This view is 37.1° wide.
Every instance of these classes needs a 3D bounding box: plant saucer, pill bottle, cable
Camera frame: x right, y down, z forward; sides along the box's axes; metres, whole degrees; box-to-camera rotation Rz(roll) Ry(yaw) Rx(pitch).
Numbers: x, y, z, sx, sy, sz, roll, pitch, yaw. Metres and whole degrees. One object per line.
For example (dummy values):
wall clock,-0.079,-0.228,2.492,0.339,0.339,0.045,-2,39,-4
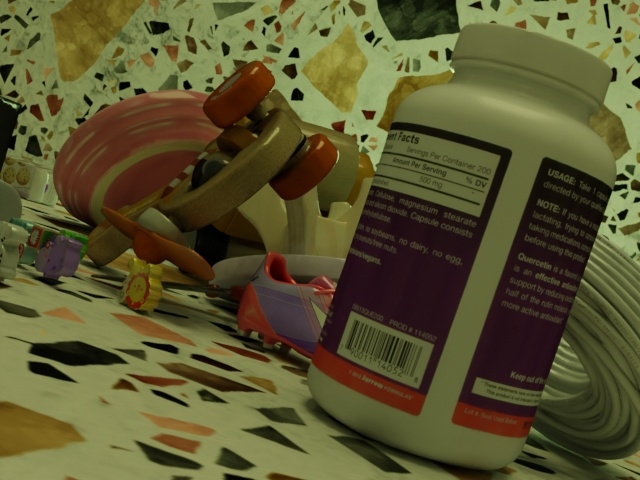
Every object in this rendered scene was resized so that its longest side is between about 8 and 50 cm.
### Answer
plant saucer,-0.278,-0.111,1.616,0.332,0.332,0.084,17,39,-50
pill bottle,0.119,0.003,0.757,0.182,0.322,0.181,19,1,0
cable,0.227,0.091,0.921,0.257,0.089,0.257,34,-29,30

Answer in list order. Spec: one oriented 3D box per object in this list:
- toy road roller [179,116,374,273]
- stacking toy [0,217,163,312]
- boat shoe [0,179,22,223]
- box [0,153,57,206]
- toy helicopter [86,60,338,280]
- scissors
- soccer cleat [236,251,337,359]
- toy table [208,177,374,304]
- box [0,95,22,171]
toy road roller,-0.087,-0.090,1.453,0.203,0.329,0.240,14,44,-26
stacking toy,-0.281,0.012,0.948,0.167,0.052,0.221,20,-2,-44
boat shoe,-0.462,-0.068,1.051,0.258,0.095,0.084,31,-10,-35
box,-0.620,-0.136,1.913,0.063,0.067,0.324,18,2,-43
toy helicopter,-0.162,-0.034,1.065,0.355,0.235,0.140,-24,-63,41
scissors,-0.107,0.062,1.102,0.297,0.021,0.109,6,0,-1
soccer cleat,0.023,0.087,0.935,0.248,0.095,0.083,19,1,34
toy table,0.000,0.000,1.205,0.275,0.160,0.252,4,-20,11
box,-0.536,-0.146,1.279,0.143,0.165,0.270,18,2,4
